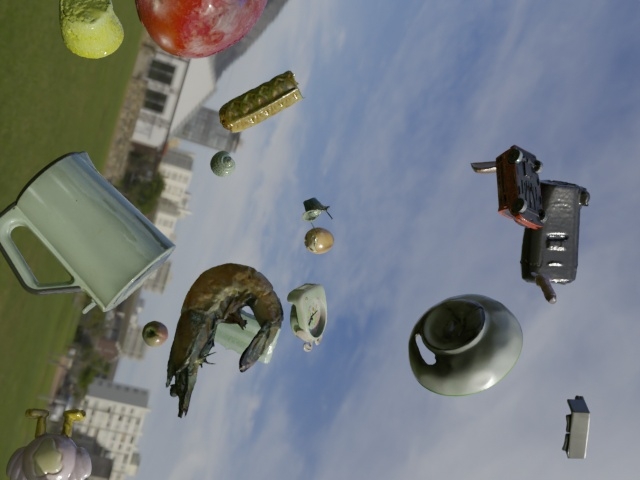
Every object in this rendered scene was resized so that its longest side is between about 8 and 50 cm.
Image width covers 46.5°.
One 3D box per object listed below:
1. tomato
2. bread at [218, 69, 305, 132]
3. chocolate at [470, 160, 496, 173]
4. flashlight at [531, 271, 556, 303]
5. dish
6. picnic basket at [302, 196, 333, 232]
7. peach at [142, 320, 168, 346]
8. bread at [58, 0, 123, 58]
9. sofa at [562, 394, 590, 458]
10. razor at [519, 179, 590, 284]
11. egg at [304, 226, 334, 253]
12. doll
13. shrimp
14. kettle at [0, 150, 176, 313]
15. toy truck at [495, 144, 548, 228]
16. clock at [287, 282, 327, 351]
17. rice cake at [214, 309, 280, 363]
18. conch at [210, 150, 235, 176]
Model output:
[{"bbox_3d":[-0.217,-0.533,1.627,0.335,0.176,0.289,-43,147,-18],"label":"tomato"},{"bbox_3d":[-0.183,-0.414,2.248,0.087,0.269,0.098,67,6,33],"label":"bread"},{"bbox_3d":[0.520,-0.226,2.319,0.064,0.101,0.031,-108,-167,-64],"label":"chocolate"},{"bbox_3d":[0.512,0.109,1.691,0.110,0.052,0.031,-90,-168,-59],"label":"flashlight"},{"bbox_3d":[0.373,0.254,2.022,0.324,0.124,0.324,-20,-143,16],"label":"dish"},{"bbox_3d":[-0.008,-0.067,1.838,0.065,0.083,0.083,-36,-105,35],"label":"picnic basket"},{"bbox_3d":[-0.504,0.285,2.275,0.083,0.083,0.083,-164,-90,-75],"label":"peach"},{"bbox_3d":[-0.484,-0.450,1.552,0.114,0.129,0.111,98,8,-62],"label":"bread"},{"bbox_3d":[0.662,0.489,1.953,0.085,0.060,0.147,-73,162,-68],"label":"sofa"},{"bbox_3d":[0.730,-0.023,2.333,0.107,0.189,0.326,-133,-132,-76],"label":"razor"},{"bbox_3d":[0.000,0.000,2.206,0.080,0.096,0.080,2,-88,51],"label":"egg"},{"bbox_3d":[-0.526,0.501,1.412,0.094,0.160,0.365,106,-14,-53],"label":"doll"},{"bbox_3d":[-0.258,0.262,1.948,0.085,0.272,0.445,93,16,-62],"label":"shrimp"},{"bbox_3d":[-0.641,0.004,1.974,0.361,0.376,0.250,-44,-178,-14],"label":"kettle"},{"bbox_3d":[0.580,-0.145,2.177,0.114,0.107,0.252,-30,-133,47],"label":"toy truck"},{"bbox_3d":[-0.037,0.230,2.228,0.151,0.062,0.191,-23,110,-61],"label":"clock"},{"bbox_3d":[-0.233,0.250,2.088,0.043,0.237,0.127,-52,165,-74],"label":"rice cake"},{"bbox_3d":[-0.280,-0.210,2.076,0.085,0.076,0.056,-27,179,33],"label":"conch"}]
